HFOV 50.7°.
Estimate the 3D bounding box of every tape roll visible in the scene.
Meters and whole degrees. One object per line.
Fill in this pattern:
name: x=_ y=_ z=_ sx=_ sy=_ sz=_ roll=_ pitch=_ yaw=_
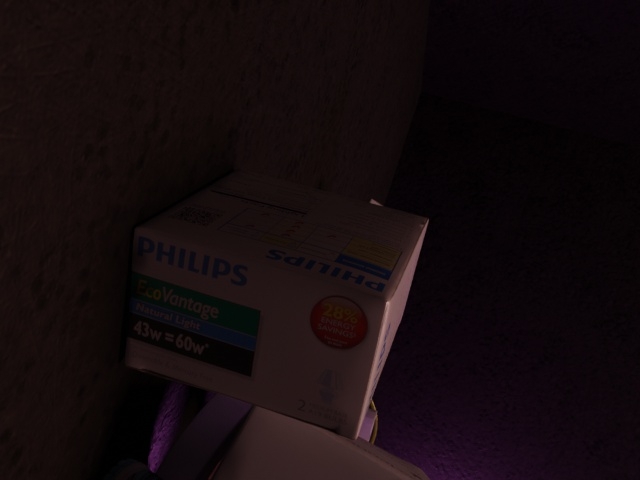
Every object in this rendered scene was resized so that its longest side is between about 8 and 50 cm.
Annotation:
tape roll: x=-0.210 y=0.435 z=1.328 sx=0.392 sy=0.072 sz=0.392 roll=-53 pitch=163 yaw=-24

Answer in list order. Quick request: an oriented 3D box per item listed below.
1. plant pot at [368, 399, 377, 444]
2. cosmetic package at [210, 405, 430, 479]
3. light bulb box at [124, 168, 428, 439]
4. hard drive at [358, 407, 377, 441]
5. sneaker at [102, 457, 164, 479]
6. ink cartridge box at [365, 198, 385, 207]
plant pot: x=-0.027 y=0.402 z=1.878 sx=0.353 sy=0.367 sz=0.366 roll=-79 pitch=-178 yaw=-69
cosmetic package: x=-0.021 y=0.471 z=1.115 sx=0.327 sy=0.329 sz=0.393 roll=-61 pitch=173 yaw=-9
light bulb box: x=-0.050 y=0.068 z=1.038 sx=0.361 sy=0.358 sz=0.225 roll=-49 pitch=152 yaw=-65
hard drive: x=-0.058 y=0.454 z=1.640 sx=0.047 sy=0.353 sz=0.233 roll=-56 pitch=160 yaw=-61
sneaker: x=-0.295 y=0.478 z=0.992 sx=0.110 sy=0.122 sz=0.282 roll=23 pitch=80 yaw=-57
ink cartridge box: x=0.045 y=0.073 z=2.009 sx=0.324 sy=0.071 sz=0.330 roll=-39 pitch=-157 yaw=58
